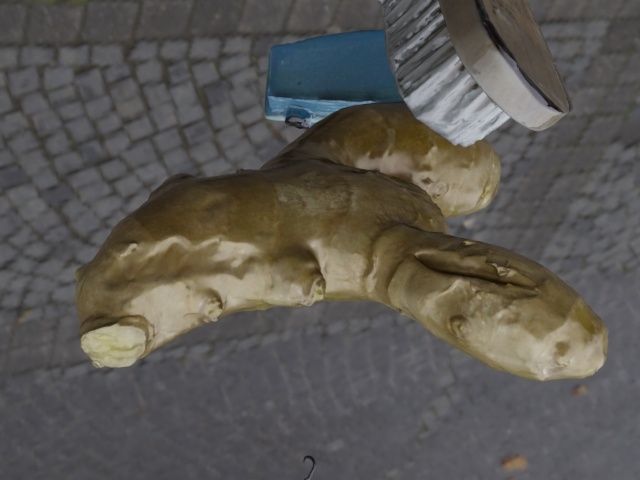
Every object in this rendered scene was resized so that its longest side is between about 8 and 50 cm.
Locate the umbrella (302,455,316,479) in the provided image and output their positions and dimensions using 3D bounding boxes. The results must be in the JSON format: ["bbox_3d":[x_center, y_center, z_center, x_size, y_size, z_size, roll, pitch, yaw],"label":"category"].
[{"bbox_3d":[-0.030,0.299,1.458,0.022,0.022,0.149,-6,121,-46],"label":"umbrella"}]

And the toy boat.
[{"bbox_3d":[0.064,-0.152,1.328,0.238,0.109,0.098,-1,159,14],"label":"toy boat"}]

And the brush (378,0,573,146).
[{"bbox_3d":[0.051,-0.160,0.677,0.065,0.327,0.070,-36,130,26],"label":"brush"}]

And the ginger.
[{"bbox_3d":[0.001,-0.021,0.986,0.348,0.363,0.122,7,124,-11],"label":"ginger"}]
